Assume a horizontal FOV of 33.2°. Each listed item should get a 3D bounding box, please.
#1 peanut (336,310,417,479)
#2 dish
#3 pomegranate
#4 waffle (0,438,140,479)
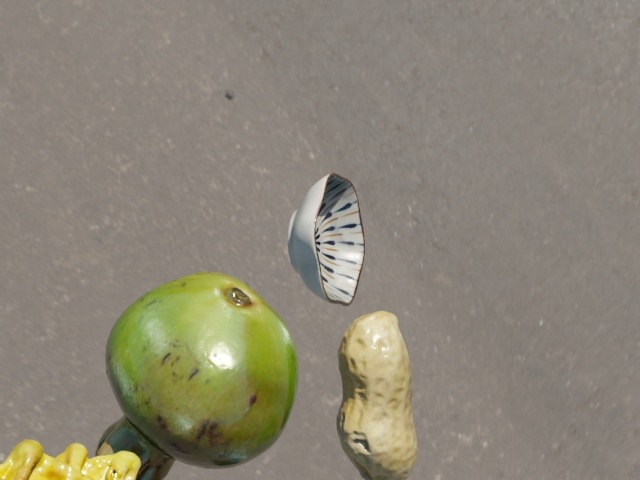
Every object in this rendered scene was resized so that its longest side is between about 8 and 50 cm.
[{"bbox_3d":[0.064,0.181,1.183,0.099,0.099,0.214,5,109,11],"label":"peanut"},{"bbox_3d":[0.000,0.000,1.471,0.066,0.190,0.191,-2,69,22],"label":"dish"},{"bbox_3d":[-0.130,0.156,1.064,0.240,0.190,0.159,-28,44,-9],"label":"pomegranate"},{"bbox_3d":[-0.218,0.299,0.849,0.065,0.309,0.283,-42,67,41],"label":"waffle"}]
